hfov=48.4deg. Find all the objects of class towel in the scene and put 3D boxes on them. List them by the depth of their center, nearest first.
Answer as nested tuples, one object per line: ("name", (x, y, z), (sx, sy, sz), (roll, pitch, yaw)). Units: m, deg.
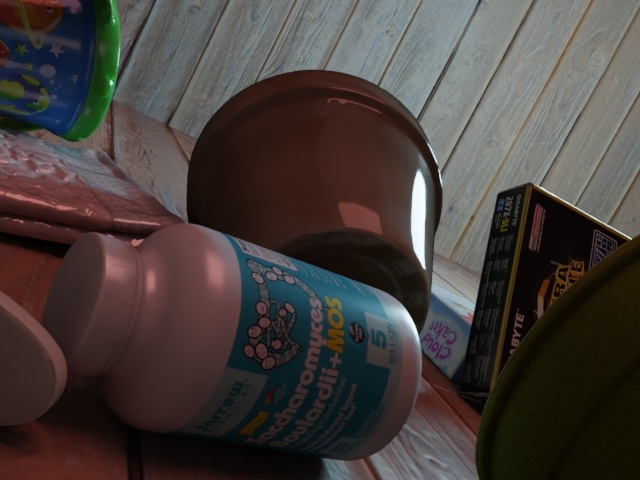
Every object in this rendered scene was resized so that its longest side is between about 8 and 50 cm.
("towel", (-0.353, -0.082, 0.840), (0.317, 0.053, 0.332), (14, 14, -38))

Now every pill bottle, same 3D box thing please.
("pill bottle", (-0.060, 0.076, 0.528), (0.264, 0.146, 0.146), (21, 10, -36))

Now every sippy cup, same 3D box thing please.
("sippy cup", (-0.422, -0.263, 0.959), (0.224, 0.305, 0.240), (1, 24, -39))

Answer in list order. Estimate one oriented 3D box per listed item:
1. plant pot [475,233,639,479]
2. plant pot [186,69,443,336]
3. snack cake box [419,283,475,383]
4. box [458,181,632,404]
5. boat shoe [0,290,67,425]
("plant pot", (0.356, 0.211, 0.482), (0.366, 0.366, 0.353), (22, 21, -34))
("plant pot", (0.000, 0.000, 0.809), (0.323, 0.323, 0.280), (25, 24, -17))
("snack cake box", (0.235, 0.158, 1.196), (0.152, 0.089, 0.264), (26, 8, -24))
("box", (0.354, 0.112, 1.071), (0.257, 0.322, 0.079), (25, -20, -26))
("boat shoe", (-0.242, 0.036, 0.429), (0.219, 0.077, 0.070), (26, 9, 5))
